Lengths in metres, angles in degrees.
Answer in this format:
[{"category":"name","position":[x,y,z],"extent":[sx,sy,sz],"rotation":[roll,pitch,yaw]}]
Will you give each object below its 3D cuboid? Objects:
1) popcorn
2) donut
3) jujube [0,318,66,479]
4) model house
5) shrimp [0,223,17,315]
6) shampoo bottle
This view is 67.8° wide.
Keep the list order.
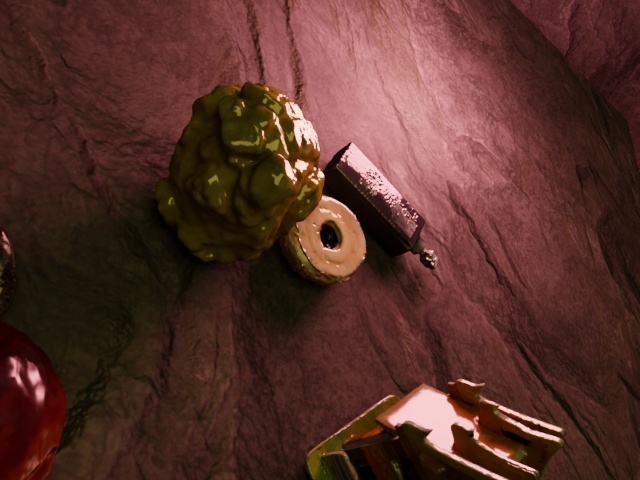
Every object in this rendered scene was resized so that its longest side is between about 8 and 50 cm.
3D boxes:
[{"category":"popcorn","position":[-0.101,-0.101,0.698],"extent":[0.235,0.250,0.242],"rotation":[19,57,-22]},{"category":"donut","position":[0.000,0.000,0.854],"extent":[0.174,0.068,0.174],"rotation":[14,64,-32]},{"category":"jujube","position":[-0.343,0.212,0.352],"extent":[0.216,0.216,0.342],"rotation":[38,26,-19]},{"category":"model house","position":[0.202,0.387,0.650],"extent":[0.242,0.313,0.357],"rotation":[-16,74,-39]},{"category":"shrimp","position":[-0.390,0.014,0.547],"extent":[0.065,0.056,0.165],"rotation":[-10,74,-34]},{"category":"shampoo bottle","position":[0.134,-0.057,0.985],"extent":[0.309,0.071,0.098],"rotation":[45,46,-16]}]
